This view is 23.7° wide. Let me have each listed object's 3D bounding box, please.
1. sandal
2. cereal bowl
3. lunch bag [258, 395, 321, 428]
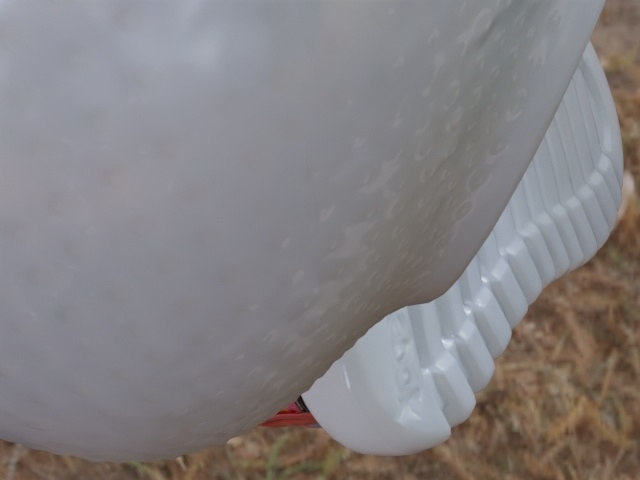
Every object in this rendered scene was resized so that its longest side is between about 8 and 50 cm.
[{"bbox_3d":[0.062,-0.032,0.812,0.102,0.169,0.416,-11,16,29],"label":"sandal"},{"bbox_3d":[0.002,-0.079,0.474,0.141,0.339,0.339,25,59,-3],"label":"cereal bowl"},{"bbox_3d":[0.000,0.000,1.198,0.120,0.258,0.293,-1,82,-19],"label":"lunch bag"}]
